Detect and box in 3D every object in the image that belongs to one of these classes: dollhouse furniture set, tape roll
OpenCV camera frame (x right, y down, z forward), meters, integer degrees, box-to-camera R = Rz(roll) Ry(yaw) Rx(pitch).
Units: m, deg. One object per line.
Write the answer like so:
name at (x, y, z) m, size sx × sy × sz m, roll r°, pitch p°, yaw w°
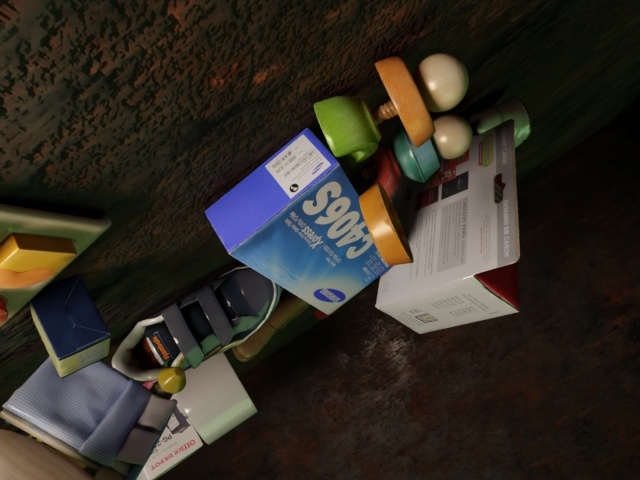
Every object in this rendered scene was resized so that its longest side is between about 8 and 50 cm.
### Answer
dollhouse furniture set at (-0.320, 0.190, 0.550) m, size 0.198 × 0.286 × 0.303 m, roll -47°, pitch -170°, yaw 29°
tape roll at (-0.323, 0.460, 1.383) m, size 0.169 × 0.246 × 0.246 m, roll -30°, pitch 166°, yaw -17°

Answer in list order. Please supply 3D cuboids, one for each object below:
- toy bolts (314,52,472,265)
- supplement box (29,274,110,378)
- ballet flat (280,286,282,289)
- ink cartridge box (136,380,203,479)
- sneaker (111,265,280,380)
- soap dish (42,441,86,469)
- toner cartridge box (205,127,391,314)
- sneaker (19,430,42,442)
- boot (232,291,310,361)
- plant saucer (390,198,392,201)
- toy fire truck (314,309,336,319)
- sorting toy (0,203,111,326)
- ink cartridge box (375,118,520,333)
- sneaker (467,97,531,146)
toy bolts at (0.122, -0.098, 0.560) m, size 0.159 × 0.218 × 0.228 m, roll -24°, pitch 177°, yaw 15°
supplement box at (-0.289, 0.101, 0.528) m, size 0.056 × 0.083 × 0.083 m, roll -24°, pitch 163°, yaw -36°
ballet flat at (-0.137, 0.106, 0.975) m, size 0.077 × 0.077 × 0.231 m, roll -58°, pitch 166°, yaw 8°
ink cartridge box at (-0.467, 0.525, 1.277) m, size 0.172 × 0.237 × 0.100 m, roll -21°, pitch 162°, yaw -45°
sneaker at (-0.218, 0.156, 0.806) m, size 0.321 × 0.126 × 0.127 m, roll -35°, pitch 173°, yaw 9°
soap dish at (-0.730, 0.575, 1.087) m, size 0.291 × 0.118 × 0.229 m, roll -31°, pitch 167°, yaw -10°
toner cartridge box at (0.000, 0.000, 0.675) m, size 0.165 × 0.075 × 0.348 m, roll -38°, pitch 151°, yaw 5°
sneaker at (-0.636, 0.429, 0.938) m, size 0.059 × 0.053 × 0.144 m, roll -40°, pitch 165°, yaw 33°
boot at (-0.124, 0.223, 1.353) m, size 0.269 × 0.089 × 0.236 m, roll -42°, pitch -177°, yaw 35°
plant saucer at (0.160, -0.074, 1.095) m, size 0.200 × 0.037 × 0.200 m, roll -32°, pitch 166°, yaw -9°
toy fire truck at (0.026, 0.116, 1.232) m, size 0.047 × 0.135 × 0.192 m, roll -21°, pitch 162°, yaw -46°
sorting toy at (-0.302, 0.038, 0.370) m, size 0.193 × 0.038 × 0.208 m, roll -38°, pitch 167°, yaw 15°
ink cartridge box at (0.255, -0.020, 0.812) m, size 0.272 × 0.130 × 0.309 m, roll -26°, pitch -140°, yaw 45°
sneaker at (0.293, -0.180, 0.953) m, size 0.130 × 0.110 × 0.297 m, roll -11°, pitch 155°, yaw -22°
